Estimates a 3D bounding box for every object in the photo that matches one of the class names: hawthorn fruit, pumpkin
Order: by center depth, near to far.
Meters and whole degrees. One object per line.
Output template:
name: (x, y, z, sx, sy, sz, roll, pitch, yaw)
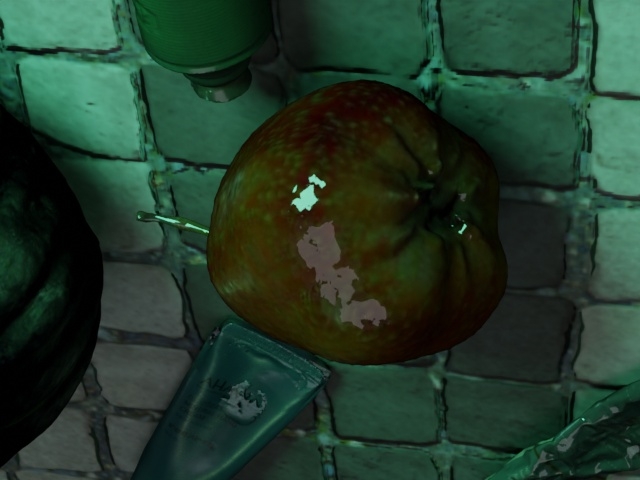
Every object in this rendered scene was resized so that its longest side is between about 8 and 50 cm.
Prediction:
hawthorn fruit: (0.000, 0.000, 0.918, 0.163, 0.162, 0.203, 40, 149, -25)
pumpkin: (-0.272, 0.042, 0.938, 0.296, 0.295, 0.295, 8, 138, 8)

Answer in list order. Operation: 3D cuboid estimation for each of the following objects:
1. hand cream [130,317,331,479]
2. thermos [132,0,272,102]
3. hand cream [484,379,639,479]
hand cream: (-0.076, 0.135, 1.157, 0.083, 0.048, 0.224, 27, 132, -10)
thermos: (-0.066, -0.151, 0.828, 0.073, 0.083, 0.187, 20, 144, 28)
hand cream: (0.186, 0.139, 1.072, 0.075, 0.052, 0.248, 35, 134, -22)
